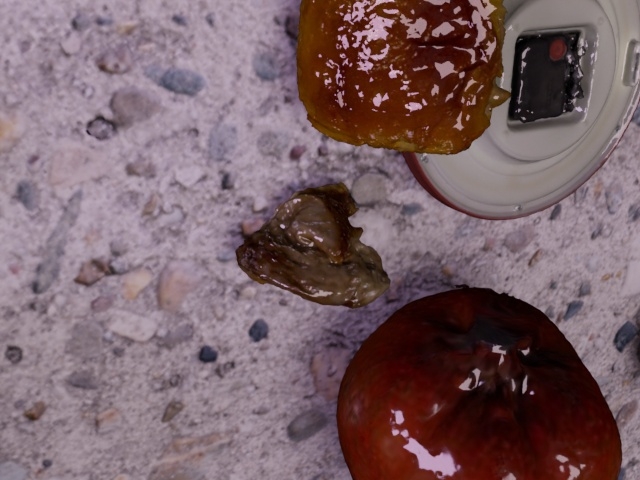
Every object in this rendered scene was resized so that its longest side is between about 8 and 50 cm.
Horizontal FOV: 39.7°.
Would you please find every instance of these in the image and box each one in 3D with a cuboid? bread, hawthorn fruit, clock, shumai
[{"bbox_3d":[0.068,-0.257,0.706,0.109,0.185,0.381,-48,141,-56],"label":"bread"},{"bbox_3d":[0.150,0.210,0.913,0.295,0.295,0.312,-4,111,-28],"label":"hawthorn fruit"},{"bbox_3d":[0.213,-0.169,0.893,0.318,0.080,0.319,-13,119,-25],"label":"clock"},{"bbox_3d":[-0.009,0.008,0.830,0.139,0.123,0.105,-14,109,-9],"label":"shumai"}]
